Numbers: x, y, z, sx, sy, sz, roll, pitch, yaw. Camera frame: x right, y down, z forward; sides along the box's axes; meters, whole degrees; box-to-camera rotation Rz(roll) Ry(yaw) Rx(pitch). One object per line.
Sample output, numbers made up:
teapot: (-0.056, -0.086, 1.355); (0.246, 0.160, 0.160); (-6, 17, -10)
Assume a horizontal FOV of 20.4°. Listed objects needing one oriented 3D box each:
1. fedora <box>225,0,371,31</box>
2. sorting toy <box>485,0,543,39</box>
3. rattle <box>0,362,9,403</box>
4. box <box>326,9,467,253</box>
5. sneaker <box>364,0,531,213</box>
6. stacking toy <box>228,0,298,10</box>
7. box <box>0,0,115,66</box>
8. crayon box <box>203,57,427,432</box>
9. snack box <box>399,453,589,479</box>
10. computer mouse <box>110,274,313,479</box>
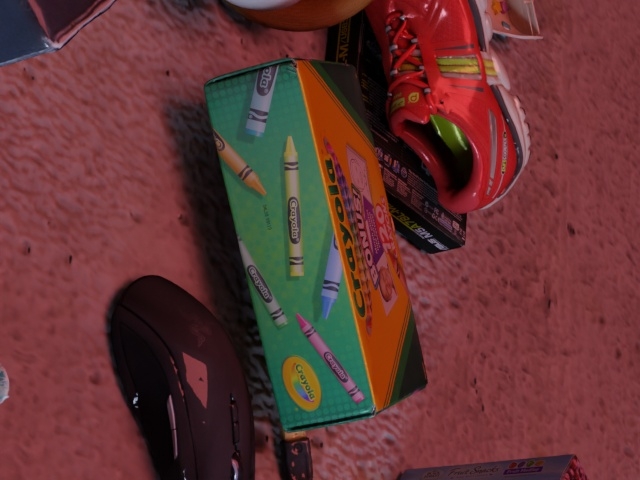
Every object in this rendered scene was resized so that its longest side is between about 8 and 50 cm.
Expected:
fedora: (-0.024, -0.272, 1.475); (0.079, 0.194, 0.194); (-120, -174, -74)
sorting toy: (0.187, -0.244, 1.841); (0.075, 0.045, 0.083); (-10, 89, -49)
rattle: (-0.245, 0.019, 0.975); (0.130, 0.199, 0.143); (53, 40, -31)
box: (0.072, -0.108, 1.624); (0.190, 0.045, 0.184); (33, 51, -45)
sneaker: (0.094, -0.149, 1.547); (0.118, 0.107, 0.279); (-44, 112, -41)
stacking toy: (-0.116, -0.339, 1.251); (0.480, 0.350, 0.350); (64, 33, -47)
box: (-0.280, -0.280, 0.929); (0.395, 0.293, 0.212); (61, 40, -22)
crayon box: (0.000, 0.000, 1.413); (0.165, 0.081, 0.278); (-12, 89, -72)
snack box: (0.174, 0.286, 1.525); (0.207, 0.174, 0.070); (62, 40, -23)
computer mouse: (-0.058, 0.141, 1.336); (0.184, 0.060, 0.262); (-19, 96, -55)
